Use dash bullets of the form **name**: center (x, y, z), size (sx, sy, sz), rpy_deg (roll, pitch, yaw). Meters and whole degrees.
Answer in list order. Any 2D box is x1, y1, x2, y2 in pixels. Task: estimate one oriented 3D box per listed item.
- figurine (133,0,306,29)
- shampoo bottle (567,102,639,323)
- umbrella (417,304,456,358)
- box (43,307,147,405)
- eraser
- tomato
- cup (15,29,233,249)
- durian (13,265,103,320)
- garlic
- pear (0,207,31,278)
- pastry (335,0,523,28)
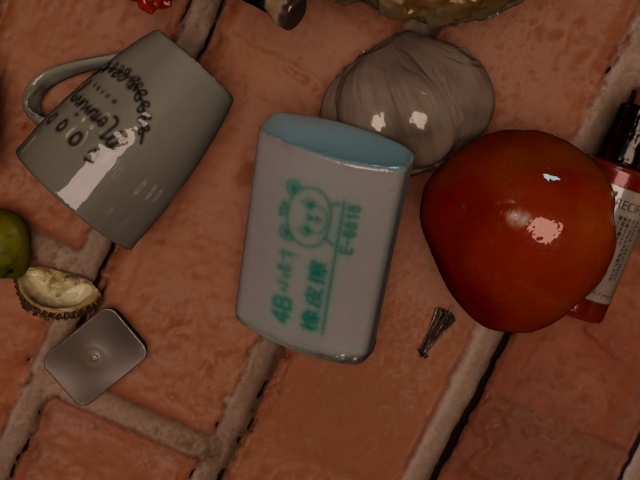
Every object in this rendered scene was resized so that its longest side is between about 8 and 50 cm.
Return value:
- **figurine**: center (-0.153, -0.396, 1.286), size (0.241, 0.411, 0.306), rpy_deg (-55, 135, -9)
- **shampoo bottle**: center (0.363, -0.040, 1.445), size (0.104, 0.104, 0.278), rpy_deg (20, 98, -2)
- **umbrella**: center (0.156, 0.121, 1.518), size (0.031, 0.020, 0.083), rpy_deg (30, 103, -3)
- **box**: center (-0.302, 0.155, 1.525), size (0.126, 0.031, 0.091), rpy_deg (-40, 96, 6)
- **eraser**: center (0.000, 0.000, 1.406), size (0.189, 0.104, 0.290), rpy_deg (20, 124, 16)
- **tomato**: center (0.233, -0.021, 1.373), size (0.180, 0.260, 0.260), rpy_deg (12, 101, -41)
- **cup**: center (-0.259, -0.157, 1.422), size (0.258, 0.186, 0.234), rpy_deg (40, 89, 23)
- **durian**: center (-0.356, 0.075, 1.504), size (0.130, 0.052, 0.066), rpy_deg (15, 98, 2)
- **garlic**: center (0.102, -0.163, 1.417), size (0.229, 0.143, 0.178), rpy_deg (-24, 99, 13)
- **pear**: center (-0.420, 0.006, 1.479), size (0.097, 0.092, 0.092), rpy_deg (45, 97, -4)
- **pastry**: center (0.145, -0.401, 1.339), size (0.329, 0.136, 0.330), rpy_deg (1, 102, 3)
